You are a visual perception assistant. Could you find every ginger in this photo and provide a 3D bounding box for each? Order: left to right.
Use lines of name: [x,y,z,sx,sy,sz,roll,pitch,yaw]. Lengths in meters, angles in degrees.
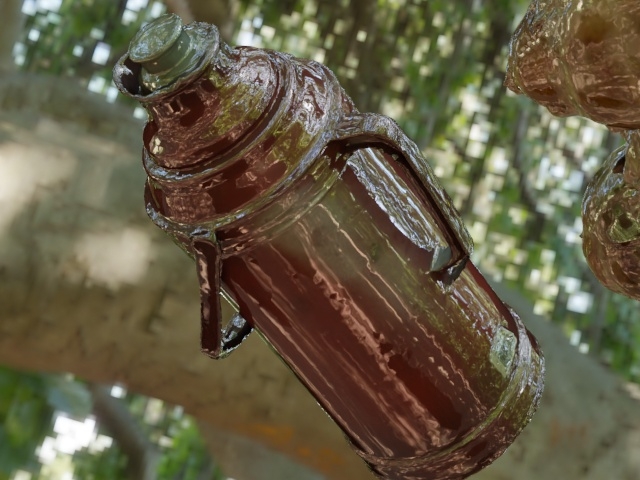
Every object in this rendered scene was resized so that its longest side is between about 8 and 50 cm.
ginger: [0.250,-0.102,1.177,0.256,0.176,0.375,-11,-41,23]

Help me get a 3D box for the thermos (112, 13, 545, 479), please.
thermos: [0.002,-0.003,0.717,0.124,0.099,0.232,-6,-43,35]
